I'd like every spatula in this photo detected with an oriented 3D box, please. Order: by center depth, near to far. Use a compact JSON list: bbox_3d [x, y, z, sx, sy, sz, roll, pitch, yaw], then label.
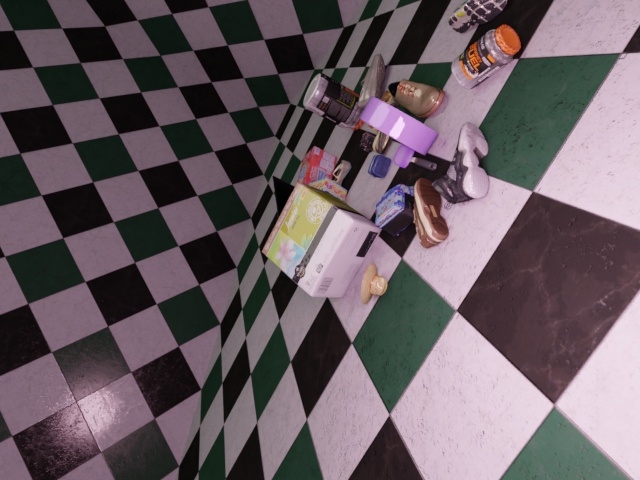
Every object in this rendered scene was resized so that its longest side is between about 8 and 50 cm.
[{"bbox_3d":[0.349,-0.295,1.581,0.084,0.030,0.296,-63,22,12],"label":"spatula"}]

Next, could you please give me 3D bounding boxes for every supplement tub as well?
[{"bbox_3d":[0.518,-0.576,1.345,0.190,0.117,0.117,-30,41,57],"label":"supplement tub"},{"bbox_3d":[0.086,-0.717,2.241,0.193,0.316,0.193,-51,25,36],"label":"supplement tub"}]

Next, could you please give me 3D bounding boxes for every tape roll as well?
[{"bbox_3d":[0.278,-0.409,1.527,0.090,0.275,0.275,-61,22,18],"label":"tape roll"}]

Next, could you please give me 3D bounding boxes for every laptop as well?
[{"bbox_3d":[-0.187,-0.067,2.168,0.408,0.237,0.381,-31,63,57],"label":"laptop"}]

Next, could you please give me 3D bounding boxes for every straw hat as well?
[{"bbox_3d":[0.192,0.152,1.447,0.061,0.144,0.144,11,76,30],"label":"straw hat"}]

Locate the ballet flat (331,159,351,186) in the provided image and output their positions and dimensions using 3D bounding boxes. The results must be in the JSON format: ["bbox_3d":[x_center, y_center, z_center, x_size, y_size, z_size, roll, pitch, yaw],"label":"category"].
[{"bbox_3d":[0.083,-0.310,2.177,0.213,0.068,0.072,-63,22,11],"label":"ballet flat"}]

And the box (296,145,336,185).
[{"bbox_3d":[-0.030,-0.345,2.369,0.142,0.154,0.299,-31,42,57],"label":"box"}]

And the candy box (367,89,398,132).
[{"bbox_3d":[0.296,-0.598,1.988,0.186,0.053,0.109,-59,22,16],"label":"candy box"}]

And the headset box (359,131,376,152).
[{"bbox_3d":[0.223,-0.464,2.008,0.032,0.062,0.083,-10,59,65],"label":"headset box"}]

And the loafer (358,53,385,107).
[{"bbox_3d":[0.259,-0.818,2.189,0.112,0.112,0.319,1,64,30],"label":"loafer"}]

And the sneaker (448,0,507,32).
[{"bbox_3d":[0.567,-0.850,1.542,0.110,0.107,0.275,-57,22,0],"label":"sneaker"}]

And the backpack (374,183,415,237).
[{"bbox_3d":[0.268,-0.124,1.485,0.158,0.117,0.173,-41,30,47],"label":"backpack"}]

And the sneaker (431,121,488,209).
[{"bbox_3d":[0.406,-0.219,1.265,0.153,0.101,0.268,-33,41,51],"label":"sneaker"}]

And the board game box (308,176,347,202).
[{"bbox_3d":[0.004,-0.139,2.052,0.144,0.142,0.275,-11,58,50],"label":"board game box"}]

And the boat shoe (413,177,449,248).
[{"bbox_3d":[0.324,-0.086,1.346,0.095,0.095,0.257,126,156,-44],"label":"boat shoe"}]

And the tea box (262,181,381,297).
[{"bbox_3d":[0.000,0.000,1.677,0.323,0.220,0.329,37,105,36],"label":"tea box"}]

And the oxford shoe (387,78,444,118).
[{"bbox_3d":[0.362,-0.568,1.688,0.123,0.130,0.348,-63,21,10],"label":"oxford shoe"}]

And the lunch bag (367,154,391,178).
[{"bbox_3d":[0.244,-0.307,1.792,0.098,0.067,0.065,-68,21,1],"label":"lunch bag"}]

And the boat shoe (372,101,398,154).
[{"bbox_3d":[0.291,-0.474,1.829,0.073,0.080,0.223,53,132,50],"label":"boat shoe"}]
